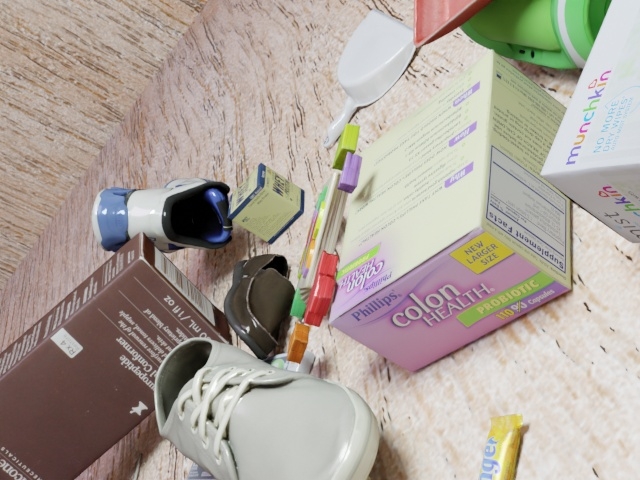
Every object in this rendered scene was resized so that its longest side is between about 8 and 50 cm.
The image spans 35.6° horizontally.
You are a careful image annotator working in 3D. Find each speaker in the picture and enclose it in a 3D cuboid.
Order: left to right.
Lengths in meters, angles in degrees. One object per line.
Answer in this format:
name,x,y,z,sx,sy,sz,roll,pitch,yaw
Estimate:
speaker,0.244,-0.252,1.048,0.131,0.131,0.296,-56,24,4

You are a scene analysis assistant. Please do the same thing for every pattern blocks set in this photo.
pattern blocks set,0.000,0.000,1.167,0.325,0.026,0.285,115,169,-70

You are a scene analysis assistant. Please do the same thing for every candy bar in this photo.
candy bar,0.138,0.217,0.814,0.040,0.018,0.161,-25,39,52

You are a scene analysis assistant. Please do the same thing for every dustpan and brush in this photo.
dustpan and brush,0.059,-0.234,1.496,0.211,0.060,0.147,-49,37,4

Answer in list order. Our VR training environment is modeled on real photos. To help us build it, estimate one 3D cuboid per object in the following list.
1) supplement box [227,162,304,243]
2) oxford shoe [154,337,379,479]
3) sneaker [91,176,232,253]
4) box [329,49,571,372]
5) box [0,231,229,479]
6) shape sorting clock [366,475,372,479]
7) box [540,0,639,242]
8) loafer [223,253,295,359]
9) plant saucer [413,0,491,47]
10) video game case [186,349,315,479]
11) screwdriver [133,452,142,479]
supplement box,-0.082,-0.055,1.499,0.083,0.083,0.056,-44,27,30
oxford shoe,-0.080,0.195,1.066,0.169,0.130,0.449,-58,22,-10
sneaker,-0.202,-0.034,1.600,0.182,0.315,0.127,2,96,22
box,0.133,-0.027,1.001,0.213,0.117,0.243,-36,30,41
box,-0.338,0.188,1.453,0.381,0.191,0.143,-41,19,5
shape sorting clock,-0.008,0.313,0.953,0.206,0.040,0.206,-44,27,29
box,0.326,-0.138,0.751,0.231,0.127,0.262,0,61,61
loafer,-0.075,0.073,1.326,0.078,0.080,0.220,-32,27,12
plant saucer,0.178,-0.357,1.020,0.259,0.048,0.258,151,124,-62
video game case,-0.091,0.226,1.248,0.190,0.022,0.173,-21,42,55
screwdriver,-0.273,0.366,1.436,0.170,0.024,0.025,-86,7,-51
